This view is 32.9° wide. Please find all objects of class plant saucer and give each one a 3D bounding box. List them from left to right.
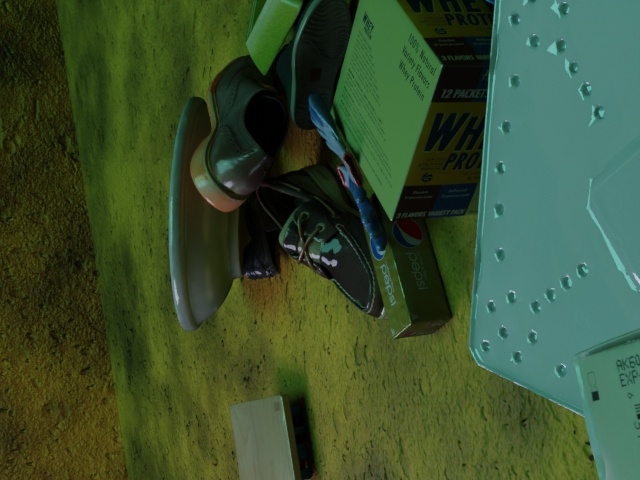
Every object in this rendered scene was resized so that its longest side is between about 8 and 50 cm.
[{"bbox_3d":[-0.177,-0.043,1.855,0.400,0.101,0.400,2,-90,-87],"label":"plant saucer"},{"bbox_3d":[-0.065,-0.372,1.612,0.188,0.045,0.188,129,152,-59],"label":"plant saucer"}]

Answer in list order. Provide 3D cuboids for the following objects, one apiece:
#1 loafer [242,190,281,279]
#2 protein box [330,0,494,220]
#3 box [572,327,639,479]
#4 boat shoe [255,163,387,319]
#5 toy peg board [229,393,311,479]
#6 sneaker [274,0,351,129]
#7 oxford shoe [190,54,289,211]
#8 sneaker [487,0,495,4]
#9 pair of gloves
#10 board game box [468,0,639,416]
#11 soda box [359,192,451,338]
[{"bbox_3d":[-0.090,-0.019,1.830,0.061,0.062,0.170,-2,85,28],"label":"loafer"},{"bbox_3d":[0.124,-0.163,1.179,0.199,0.136,0.201,-116,30,-42],"label":"protein box"},{"bbox_3d":[0.309,0.100,0.580,0.121,0.311,0.147,140,121,-63],"label":"box"},{"bbox_3d":[0.000,0.000,1.519,0.342,0.123,0.123,-123,36,-48],"label":"boat shoe"},{"bbox_3d":[-0.068,0.346,1.840,0.161,0.079,0.161,-21,75,50],"label":"toy peg board"},{"bbox_3d":[-0.023,-0.280,1.566,0.118,0.083,0.222,-116,30,-41],"label":"sneaker"},{"bbox_3d":[-0.096,-0.191,1.669,0.133,0.130,0.363,-35,31,28],"label":"oxford shoe"},{"bbox_3d":[0.187,-0.270,1.107,0.144,0.059,0.053,-130,39,-55],"label":"sneaker"},{"bbox_3d":[0.030,-0.083,1.303,0.198,0.023,0.159,64,180,-36],"label":"pair of gloves"},{"bbox_3d":[0.281,-0.025,0.859,0.390,0.050,0.389,23,116,50],"label":"board game box"},{"bbox_3d":[0.105,0.028,1.364,0.061,0.058,0.181,128,131,-59],"label":"soda box"}]
